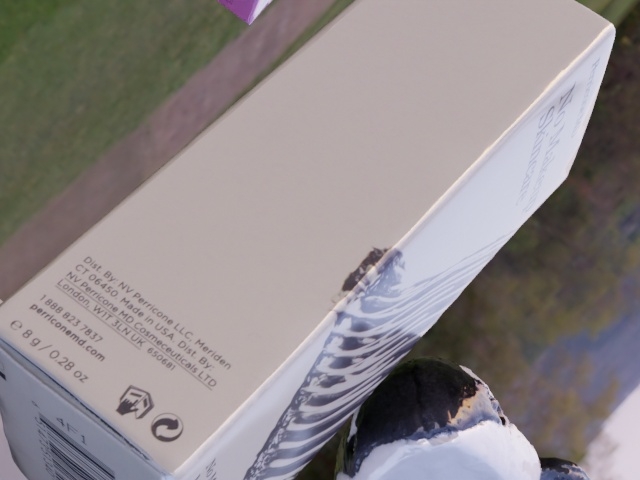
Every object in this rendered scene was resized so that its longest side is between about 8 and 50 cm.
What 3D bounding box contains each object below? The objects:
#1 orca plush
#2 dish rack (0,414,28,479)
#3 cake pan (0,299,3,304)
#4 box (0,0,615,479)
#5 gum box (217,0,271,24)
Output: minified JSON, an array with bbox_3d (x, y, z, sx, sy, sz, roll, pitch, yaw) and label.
[{"bbox_3d":[0.076,0.121,0.757,0.151,0.102,0.287,-19,145,20],"label":"orca plush"},{"bbox_3d":[-0.210,0.093,0.598,0.285,0.333,0.072,-112,-139,-66],"label":"dish rack"},{"bbox_3d":[-0.282,0.118,0.774,0.293,0.293,0.054,-35,165,-46],"label":"cake pan"},{"bbox_3d":[0.000,0.000,0.554,0.275,0.094,0.113,-45,158,-28],"label":"box"},{"bbox_3d":[-0.044,-0.204,0.707,0.062,0.107,0.188,-51,176,-29],"label":"gum box"}]
